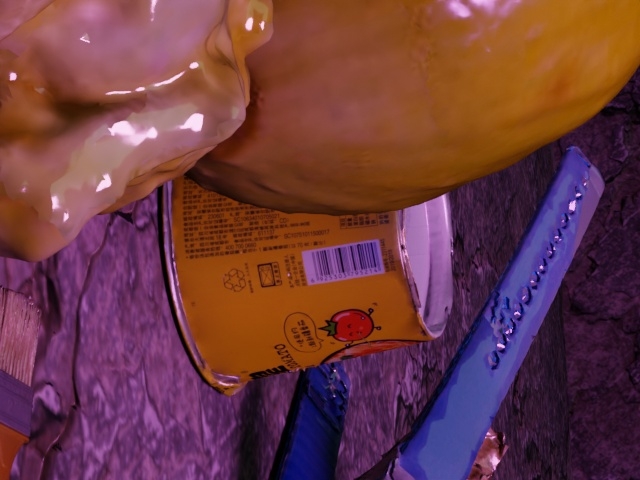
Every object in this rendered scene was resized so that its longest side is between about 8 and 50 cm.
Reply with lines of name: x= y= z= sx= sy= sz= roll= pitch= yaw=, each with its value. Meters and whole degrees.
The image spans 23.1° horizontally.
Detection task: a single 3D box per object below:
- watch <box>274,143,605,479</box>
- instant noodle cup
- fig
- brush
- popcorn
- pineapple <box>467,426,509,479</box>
watch: x=0.076 y=0.094 z=1.023 sx=0.068 sy=0.276 sz=0.274 roll=42 pitch=30 yaw=-13
instant noodle cup: x=0.000 y=0.000 z=0.973 sx=0.182 sy=0.144 sz=0.182 roll=-6 pitch=90 yaw=-75
fig: x=0.017 y=-0.161 z=0.782 sx=0.343 sy=0.343 sz=0.343 roll=-7 pitch=90 yaw=-75
brush: x=-0.138 y=0.103 z=0.670 sx=0.043 sy=0.014 sz=0.170 roll=49 pitch=38 yaw=-62
popcorn: x=-0.110 y=-0.113 z=0.522 sx=0.256 sy=0.195 sz=0.255 roll=64 pitch=22 yaw=-52
pineapple: x=0.101 y=0.217 z=1.067 sx=0.164 sy=0.140 sz=0.250 roll=-54 pitch=-176 yaw=-5
